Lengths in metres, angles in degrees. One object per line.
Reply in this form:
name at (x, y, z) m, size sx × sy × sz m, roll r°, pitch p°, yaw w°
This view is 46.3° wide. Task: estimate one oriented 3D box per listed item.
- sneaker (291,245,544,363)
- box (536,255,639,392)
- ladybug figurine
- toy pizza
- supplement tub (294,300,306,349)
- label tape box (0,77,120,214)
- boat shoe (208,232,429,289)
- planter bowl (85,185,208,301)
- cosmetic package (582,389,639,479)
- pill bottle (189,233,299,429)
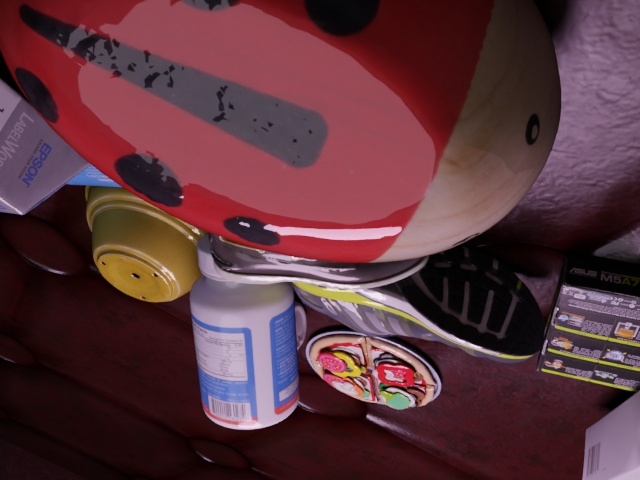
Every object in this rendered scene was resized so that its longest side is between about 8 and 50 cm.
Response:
sneaker at (0.099, 0.063, 0.835) m, size 0.300 × 0.111 × 0.121 m, roll 21°, pitch 153°, yaw 15°
box at (0.340, 0.100, 0.794) m, size 0.191 × 0.045 × 0.184 m, roll 10°, pitch 146°, yaw 15°
ladybug figurine at (-0.043, -0.120, 0.535) m, size 0.449 × 0.162 × 0.305 m, roll 19°, pitch 122°, yaw -2°
toy pizza at (0.072, 0.193, 1.070) m, size 0.201 × 0.032 × 0.201 m, roll 14°, pitch 145°, yaw 10°
supplement tub at (-0.079, 0.113, 1.010) m, size 0.107 × 0.071 × 0.071 m, roll 3°, pitch 141°, yaw 27°
label tape box at (-0.394, -0.105, 0.775) m, size 0.241 × 0.106 × 0.333 m, roll 6°, pitch 155°, yaw 35°
boat shoe at (0.000, 0.000, 0.762) m, size 0.228 × 0.081 × 0.068 m, roll -3°, pitch 139°, yaw 1°
planter bowl at (-0.213, 0.014, 0.933) m, size 0.217 × 0.090 × 0.217 m, roll 14°, pitch 145°, yaw 10°
cosmetic package at (0.472, 0.223, 0.773) m, size 0.284 × 0.097 × 0.377 m, roll 13°, pitch 154°, yaw 6°
pill bottle at (-0.090, 0.101, 0.894) m, size 0.124 × 0.124 × 0.221 m, roll 7°, pitch 113°, yaw 20°
